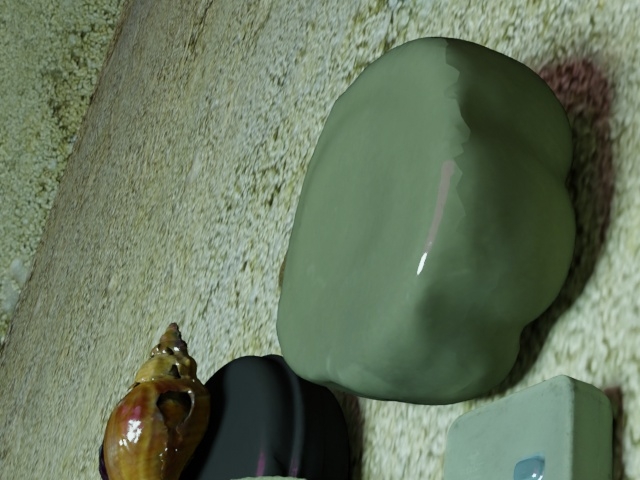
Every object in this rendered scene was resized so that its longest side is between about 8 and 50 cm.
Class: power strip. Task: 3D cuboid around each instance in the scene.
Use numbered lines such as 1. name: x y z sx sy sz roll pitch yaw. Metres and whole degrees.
1. power strip: 0.113 0.202 0.664 0.118 0.046 0.270 -37 35 50

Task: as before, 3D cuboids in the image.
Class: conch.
1. conch: -0.147 0.184 0.972 0.233 0.080 0.086 -70 15 -5

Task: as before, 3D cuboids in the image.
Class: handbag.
1. handbag: -0.080 0.244 0.994 0.308 0.093 0.254 -55 26 25

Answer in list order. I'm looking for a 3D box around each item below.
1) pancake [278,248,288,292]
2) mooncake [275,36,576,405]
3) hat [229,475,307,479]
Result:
1. pancake: 0.000 0.000 1.142 0.139 0.022 0.139 -48 28 36
2. mooncake: 0.075 -0.007 0.843 0.275 0.135 0.275 -48 31 42
3. hat: -0.039 0.296 0.807 0.110 0.252 0.252 78 -171 -45
